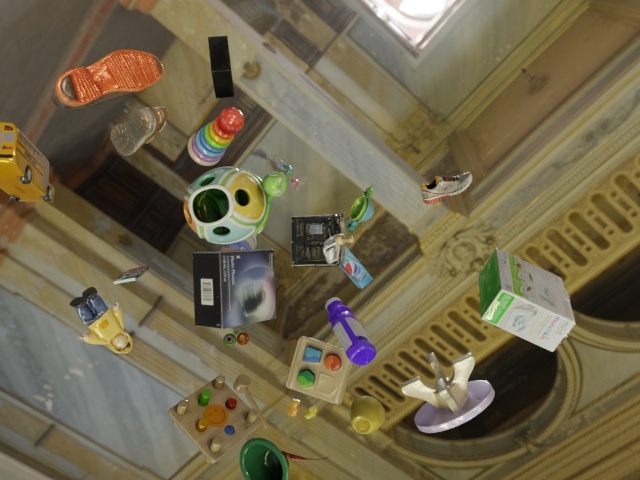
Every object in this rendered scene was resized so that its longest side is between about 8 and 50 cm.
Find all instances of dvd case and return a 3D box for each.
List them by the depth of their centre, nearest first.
[{"bbox_3d":[-0.674,0.122,1.921,0.087,0.013,0.119,-11,-165,12],"label":"dvd case"}]

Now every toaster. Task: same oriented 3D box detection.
[{"bbox_3d":[0.000,0.000,1.728,0.110,0.185,0.168,-1,89,-78],"label":"toaster"}]

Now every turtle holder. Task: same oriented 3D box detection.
[{"bbox_3d":[-0.263,-0.103,1.638,0.227,0.320,0.243,-18,116,-80],"label":"turtle holder"}]

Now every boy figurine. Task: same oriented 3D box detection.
[{"bbox_3d":[-0.795,0.313,1.963,0.092,0.285,0.177,5,-141,46],"label":"boy figurine"}]

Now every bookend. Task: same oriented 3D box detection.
[{"bbox_3d":[-0.365,-0.638,1.980,0.156,0.072,0.157,103,-21,-69],"label":"bookend"}]

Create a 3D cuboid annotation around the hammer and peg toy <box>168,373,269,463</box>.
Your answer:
[{"bbox_3d":[-0.345,0.633,1.998,0.361,0.266,0.127,-25,148,-49],"label":"hammer and peg toy"}]

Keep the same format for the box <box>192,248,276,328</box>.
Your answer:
[{"bbox_3d":[-0.340,0.184,2.163,0.182,0.294,0.296,-1,-89,40],"label":"box"}]

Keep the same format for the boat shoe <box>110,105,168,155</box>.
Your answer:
[{"bbox_3d":[-0.663,-0.404,1.979,0.324,0.123,0.116,-13,-163,44],"label":"boat shoe"}]

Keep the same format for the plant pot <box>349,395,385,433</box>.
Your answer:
[{"bbox_3d":[0.159,0.647,1.949,0.134,0.134,0.095,-47,172,20],"label":"plant pot"}]

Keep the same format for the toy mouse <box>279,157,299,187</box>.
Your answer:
[{"bbox_3d":[-0.122,-0.276,2.293,0.031,0.161,0.143,-27,-158,2],"label":"toy mouse"}]

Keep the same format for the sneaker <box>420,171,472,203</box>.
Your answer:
[{"bbox_3d":[0.526,-0.232,2.245,0.225,0.093,0.088,-23,-154,12],"label":"sneaker"}]

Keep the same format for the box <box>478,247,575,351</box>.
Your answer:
[{"bbox_3d":[0.613,0.169,1.617,0.262,0.231,0.127,-64,178,-61],"label":"box"}]

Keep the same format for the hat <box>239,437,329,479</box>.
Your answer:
[{"bbox_3d":[-0.129,0.705,1.733,0.173,0.208,0.183,-53,161,19],"label":"hat"}]

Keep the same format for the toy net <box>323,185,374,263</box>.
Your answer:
[{"bbox_3d":[0.061,-0.038,1.374,0.232,0.045,0.122,-51,-151,34],"label":"toy net"}]

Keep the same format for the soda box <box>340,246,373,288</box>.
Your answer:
[{"bbox_3d":[0.133,0.111,2.349,0.067,0.210,0.071,-42,-172,-11],"label":"soda box"}]

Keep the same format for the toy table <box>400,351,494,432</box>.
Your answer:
[{"bbox_3d":[0.403,0.485,1.736,0.274,0.161,0.252,-30,-169,-1],"label":"toy table"}]

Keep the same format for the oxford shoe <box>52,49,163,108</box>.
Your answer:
[{"bbox_3d":[-0.667,-0.503,1.686,0.363,0.130,0.132,-30,-167,-37],"label":"oxford shoe"}]

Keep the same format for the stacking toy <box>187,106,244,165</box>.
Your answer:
[{"bbox_3d":[-0.370,-0.393,1.970,0.330,0.141,0.141,-25,-149,54],"label":"stacking toy"}]

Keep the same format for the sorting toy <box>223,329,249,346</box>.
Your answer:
[{"bbox_3d":[-0.325,0.372,2.060,0.042,0.101,0.061,96,-12,-71],"label":"sorting toy"}]

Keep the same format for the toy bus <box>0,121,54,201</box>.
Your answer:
[{"bbox_3d":[-0.831,-0.199,1.473,0.333,0.108,0.130,131,-42,-75],"label":"toy bus"}]

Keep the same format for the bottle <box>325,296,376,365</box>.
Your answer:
[{"bbox_3d":[0.099,0.324,1.960,0.092,0.118,0.283,-45,-137,12],"label":"bottle"}]

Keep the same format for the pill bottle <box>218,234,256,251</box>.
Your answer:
[{"bbox_3d":[-0.385,0.037,2.501,0.152,0.152,0.272,-43,-162,30],"label":"pill bottle"}]

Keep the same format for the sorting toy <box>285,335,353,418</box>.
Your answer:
[{"bbox_3d":[-0.014,0.546,2.066,0.041,0.229,0.307,8,98,-83],"label":"sorting toy"}]
